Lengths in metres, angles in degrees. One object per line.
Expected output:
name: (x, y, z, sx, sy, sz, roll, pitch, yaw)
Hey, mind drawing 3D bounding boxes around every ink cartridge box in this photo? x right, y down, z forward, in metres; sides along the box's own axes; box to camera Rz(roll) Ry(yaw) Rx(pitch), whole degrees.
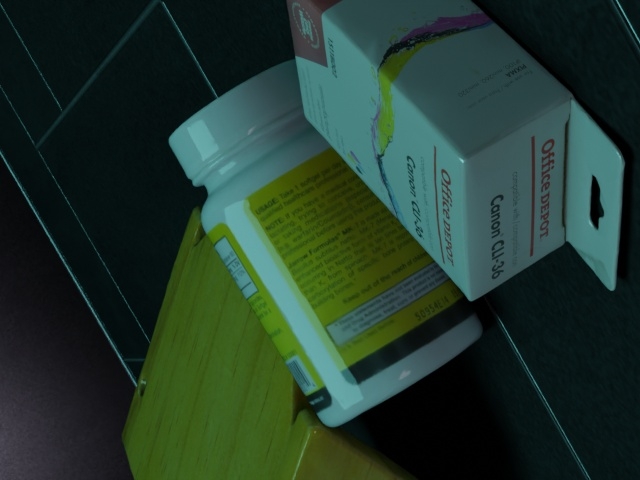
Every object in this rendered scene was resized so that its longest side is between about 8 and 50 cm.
ink cartridge box: (0.064, -0.054, 0.854, 0.198, 0.067, 0.115, 49, 161, 34)

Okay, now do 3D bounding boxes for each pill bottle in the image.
pill bottle: (0.000, 0.000, 1.069, 0.208, 0.119, 0.119, 59, 165, 2)

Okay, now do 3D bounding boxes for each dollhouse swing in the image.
dollhouse swing: (0.040, 0.192, 1.321, 0.347, 0.305, 0.315, -123, 48, -61)
